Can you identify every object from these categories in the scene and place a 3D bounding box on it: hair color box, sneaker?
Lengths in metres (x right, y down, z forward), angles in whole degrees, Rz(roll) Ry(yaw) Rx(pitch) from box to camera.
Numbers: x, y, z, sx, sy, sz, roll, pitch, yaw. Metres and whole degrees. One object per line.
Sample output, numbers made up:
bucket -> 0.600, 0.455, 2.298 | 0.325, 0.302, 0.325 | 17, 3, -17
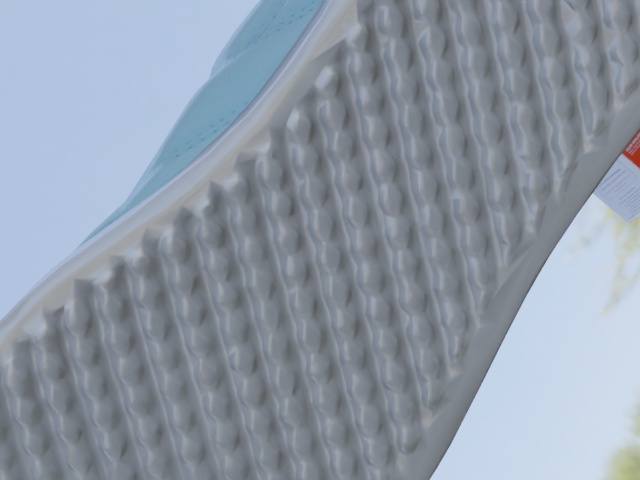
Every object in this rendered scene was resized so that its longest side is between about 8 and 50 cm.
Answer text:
hair color box -> 0.220, -0.096, 1.544 | 0.053, 0.167, 0.093 | -50, 0, -19
sneaker -> 0.000, 0.000, 0.613 | 0.366, 0.135, 0.150 | -48, 6, 5
